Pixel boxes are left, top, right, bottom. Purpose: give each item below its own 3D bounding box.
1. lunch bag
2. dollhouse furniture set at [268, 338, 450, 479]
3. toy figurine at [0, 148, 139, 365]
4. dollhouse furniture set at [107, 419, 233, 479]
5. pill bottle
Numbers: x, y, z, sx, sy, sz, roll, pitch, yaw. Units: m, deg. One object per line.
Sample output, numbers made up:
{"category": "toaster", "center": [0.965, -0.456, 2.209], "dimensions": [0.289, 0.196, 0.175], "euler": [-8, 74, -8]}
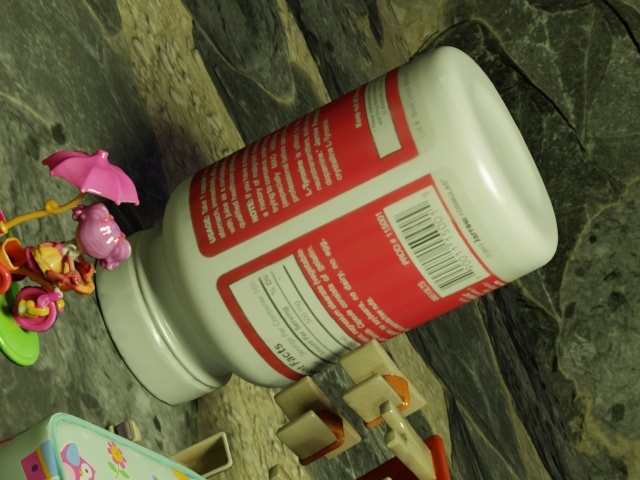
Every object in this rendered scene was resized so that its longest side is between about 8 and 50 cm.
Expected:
{"category": "lunch bag", "center": [-0.155, 0.259, 1.414], "dimensions": [0.279, 0.108, 0.224], "euler": [40, 26, -55]}
{"category": "dollhouse furniture set", "center": [0.003, 0.257, 1.617], "dimensions": [0.135, 0.259, 0.262], "euler": [50, 18, -27]}
{"category": "toy figurine", "center": [-0.221, -0.002, 1.519], "dimensions": [0.173, 0.159, 0.130], "euler": [62, 17, -5]}
{"category": "dollhouse furniture set", "center": [-0.142, 0.177, 1.570], "dimensions": [0.081, 0.114, 0.091], "euler": [28, 41, -56]}
{"category": "pill bottle", "center": [0.000, 0.000, 1.744], "dimensions": [0.229, 0.408, 0.229], "euler": [54, 19, -29]}
